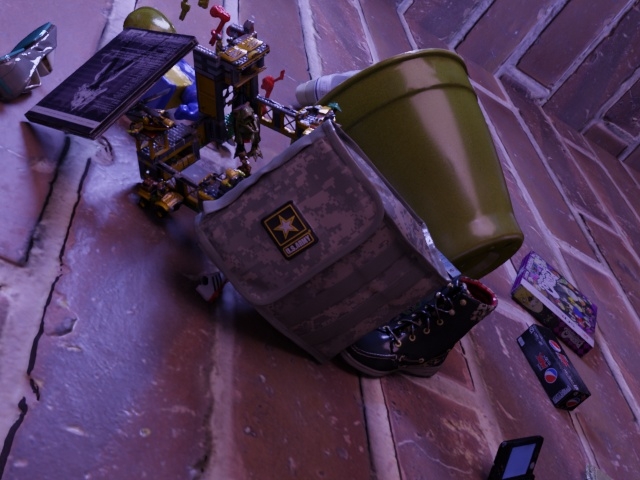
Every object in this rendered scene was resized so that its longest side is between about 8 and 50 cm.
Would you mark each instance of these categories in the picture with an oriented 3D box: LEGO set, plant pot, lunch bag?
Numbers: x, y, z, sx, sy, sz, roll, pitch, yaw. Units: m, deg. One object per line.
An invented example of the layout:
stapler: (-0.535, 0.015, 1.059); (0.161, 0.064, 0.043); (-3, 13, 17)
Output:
LEGO set: (-0.131, -0.187, 1.221); (0.331, 0.192, 0.255); (-34, 54, -31)
plant pot: (0.180, -0.090, 1.500); (0.367, 0.366, 0.352); (0, 58, -51)
lunch bag: (0.000, 0.000, 1.120); (0.287, 0.235, 0.169); (44, 19, -36)

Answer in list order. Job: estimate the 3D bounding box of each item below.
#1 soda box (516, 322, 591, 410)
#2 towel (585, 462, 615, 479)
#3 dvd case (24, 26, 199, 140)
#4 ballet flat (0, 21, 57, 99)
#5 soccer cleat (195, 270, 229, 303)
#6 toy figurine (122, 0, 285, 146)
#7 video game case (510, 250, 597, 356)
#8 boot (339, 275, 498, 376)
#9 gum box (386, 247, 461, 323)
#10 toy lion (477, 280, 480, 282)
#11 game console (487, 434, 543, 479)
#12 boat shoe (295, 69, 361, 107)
soda box: (0.448, 0.242, 1.593); (0.060, 0.053, 0.169); (20, 33, -35)
towel: (0.486, 0.444, 1.362); (0.110, 0.027, 0.148); (35, 26, -11)
dvd case: (-0.300, -0.232, 1.191); (0.165, 0.221, 0.018); (18, -34, 37)
ballet flat: (-0.446, -0.271, 1.265); (0.068, 0.072, 0.213); (59, 20, -24)
soccer cleat: (-0.149, 0.056, 1.160); (0.036, 0.029, 0.083); (39, 31, -9)
toy figurine: (-0.268, -0.315, 1.419); (0.362, 0.191, 0.217); (47, 33, 16)
video game case: (0.534, 0.137, 1.875); (0.210, 0.042, 0.232); (42, 27, 4)
boot: (0.148, 0.124, 1.257); (0.236, 0.178, 0.085); (13, 37, -43)
gum box: (0.113, 0.044, 1.364); (0.184, 0.157, 0.041); (47, 27, 16)
toy lion: (0.289, 0.067, 1.694); (0.100, 0.034, 0.096); (36, 34, -6)
game console: (0.310, 0.357, 1.231); (0.071, 0.107, 0.122); (24, 11, 42)
boat shoe: (0.040, -0.349, 1.941); (0.094, 0.109, 0.302); (3, 5, 24)
